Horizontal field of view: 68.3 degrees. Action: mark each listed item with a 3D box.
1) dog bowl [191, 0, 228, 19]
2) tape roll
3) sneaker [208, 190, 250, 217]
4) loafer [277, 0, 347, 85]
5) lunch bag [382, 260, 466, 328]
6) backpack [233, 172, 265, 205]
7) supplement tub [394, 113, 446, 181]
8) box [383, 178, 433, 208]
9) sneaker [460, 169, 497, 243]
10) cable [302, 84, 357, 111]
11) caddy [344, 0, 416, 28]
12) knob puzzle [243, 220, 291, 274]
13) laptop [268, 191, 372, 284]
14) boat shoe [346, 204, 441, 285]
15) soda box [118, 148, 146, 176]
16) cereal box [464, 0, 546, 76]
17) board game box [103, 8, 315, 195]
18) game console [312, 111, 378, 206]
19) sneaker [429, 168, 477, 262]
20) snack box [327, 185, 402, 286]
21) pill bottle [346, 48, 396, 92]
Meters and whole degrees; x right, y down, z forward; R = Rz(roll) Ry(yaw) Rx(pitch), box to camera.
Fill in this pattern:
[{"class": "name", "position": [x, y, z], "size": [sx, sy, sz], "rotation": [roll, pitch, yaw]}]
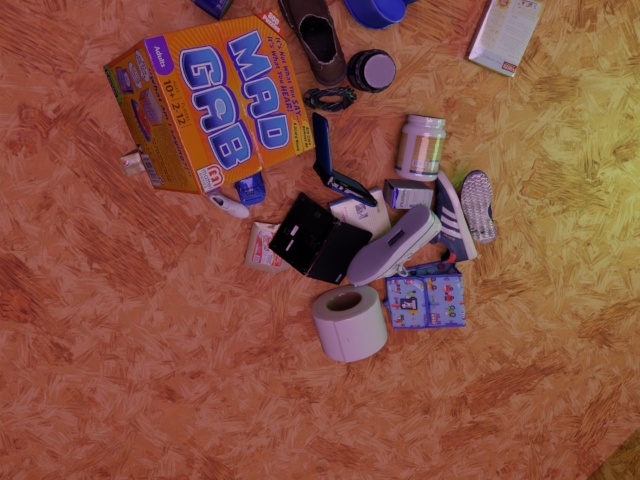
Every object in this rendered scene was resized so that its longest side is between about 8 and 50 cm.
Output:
[{"class": "dog bowl", "position": [-0.246, -0.731, 1.254], "size": [0.104, 0.265, 0.265], "rotation": [32, 102, -20]}, {"class": "tape roll", "position": [0.103, 0.286, 1.675], "size": [0.246, 0.246, 0.169], "rotation": [-16, 110, -2]}, {"class": "sneaker", "position": [-0.306, -0.113, 1.574], "size": [0.152, 0.061, 0.054], "rotation": [27, 102, -17]}, {"class": "loafer", "position": [-0.020, -0.632, 1.347], "size": [0.133, 0.130, 0.366], "rotation": [-27, 87, 2]}, {"class": "lunch bag", "position": [0.377, 0.210, 1.764], "size": [0.293, 0.138, 0.221], "rotation": [-8, 112, 8]}, {"class": "backpack", "position": [-0.234, -0.173, 1.543], "size": [0.097, 0.101, 0.120], "rotation": [-11, 114, 3]}, {"class": "supplement tub", "position": [0.329, -0.305, 1.547], "size": [0.144, 0.144, 0.200], "rotation": [5, 109, -9]}, {"class": "box", "position": [0.294, -0.158, 1.605], "size": [0.137, 0.126, 0.072], "rotation": [3, 111, -8]}, {"class": "sneaker", "position": [0.535, -0.138, 1.632], "size": [0.102, 0.146, 0.293], "rotation": [-11, 129, 14]}, {"class": "cable", "position": [0.038, -0.439, 1.449], "size": [0.150, 0.184, 0.047], "rotation": [-10, 86, 25]}, {"class": "caddy", "position": [0.159, -0.777, 1.338], "size": [0.241, 0.179, 0.341], "rotation": [-43, 124, -8]}, {"class": "knob puzzle", "position": [-0.157, 0.027, 1.660], "size": [0.213, 0.030, 0.213], "rotation": [-2, 109, -7]}, {"class": "laptop", "position": [0.000, 0.000, 1.627], "size": [0.264, 0.136, 0.234], "rotation": [37, 108, 13]}, {"class": "boat shoe", "position": [0.262, 0.042, 1.610], "size": [0.367, 0.136, 0.156], "rotation": [-44, 131, 14]}, {"class": "soda box", "position": [-0.548, -0.245, 1.429], "size": [0.061, 0.181, 0.058], "rotation": [-17, 111, -2]}, {"class": "cereal box", "position": [0.585, -0.667, 1.504], "size": [0.172, 0.047, 0.240], "rotation": [17, 107, -13]}, {"class": "board game box", "position": [-0.295, -0.357, 1.264], "size": [0.356, 0.356, 0.357], "rotation": [-29, 114, -30]}, {"class": "game console", "position": [0.069, -0.254, 1.451], "size": [0.250, 0.293, 0.173], "rotation": [23, 105, -15]}, {"class": "sneaker", "position": [0.429, -0.071, 1.659], "size": [0.148, 0.131, 0.350], "rotation": [-19, 104, 16]}, {"class": "snack box", "position": [0.161, -0.011, 1.673], "size": [0.187, 0.060, 0.322], "rotation": [-18, 111, -1]}, {"class": "pill bottle", "position": [0.153, -0.506, 1.411], "size": [0.122, 0.219, 0.123], "rotation": [-2, 110, -7]}]
